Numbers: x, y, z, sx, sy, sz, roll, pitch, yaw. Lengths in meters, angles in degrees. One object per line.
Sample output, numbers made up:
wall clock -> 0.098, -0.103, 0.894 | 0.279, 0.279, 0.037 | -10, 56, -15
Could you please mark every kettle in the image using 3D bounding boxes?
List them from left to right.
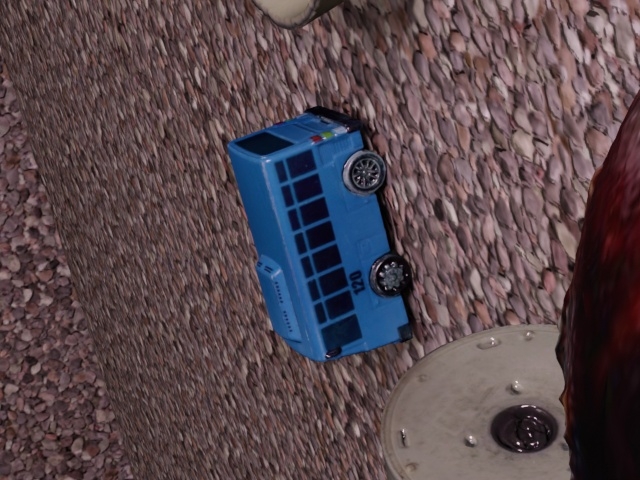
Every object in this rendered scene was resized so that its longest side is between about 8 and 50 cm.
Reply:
kettle -> 0.153, 0.206, 1.007 | 0.240, 0.165, 0.255 | 19, 135, 31

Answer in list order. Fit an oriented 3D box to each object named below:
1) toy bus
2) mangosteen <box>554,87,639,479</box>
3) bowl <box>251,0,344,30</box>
toy bus -> 0.000, 0.000, 1.290 | 0.090, 0.106, 0.184 | 26, 134, 63
mangosteen -> 0.209, 0.028, 0.378 | 0.330, 0.330, 0.330 | 56, 159, 36
bowl -> 0.001, -0.241, 0.994 | 0.211, 0.112, 0.211 | 55, 158, 35
